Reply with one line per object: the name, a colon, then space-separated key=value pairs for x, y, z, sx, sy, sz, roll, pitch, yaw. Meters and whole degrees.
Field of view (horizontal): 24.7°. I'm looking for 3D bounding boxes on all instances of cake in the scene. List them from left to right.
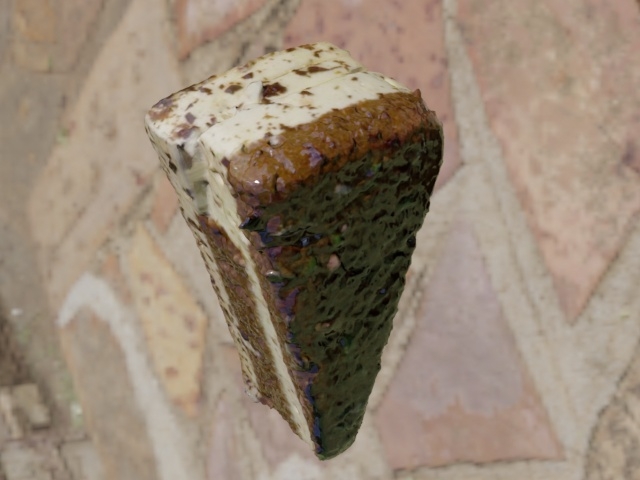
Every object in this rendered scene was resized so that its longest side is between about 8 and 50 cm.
cake: x=0.006 y=0.005 z=0.848 sx=0.112 sy=0.135 sz=0.246 roll=39 pitch=156 yaw=41
